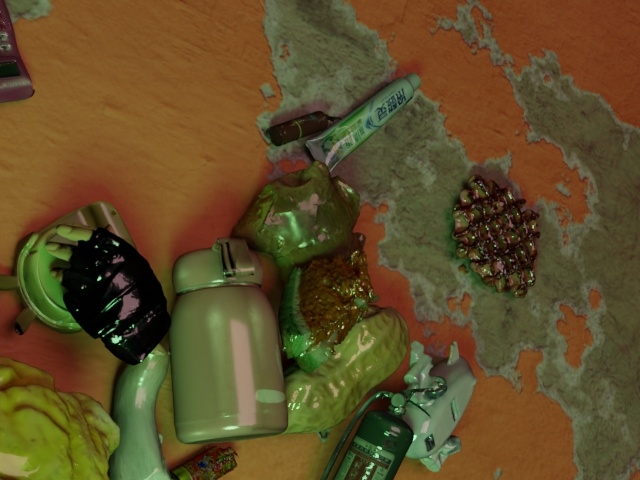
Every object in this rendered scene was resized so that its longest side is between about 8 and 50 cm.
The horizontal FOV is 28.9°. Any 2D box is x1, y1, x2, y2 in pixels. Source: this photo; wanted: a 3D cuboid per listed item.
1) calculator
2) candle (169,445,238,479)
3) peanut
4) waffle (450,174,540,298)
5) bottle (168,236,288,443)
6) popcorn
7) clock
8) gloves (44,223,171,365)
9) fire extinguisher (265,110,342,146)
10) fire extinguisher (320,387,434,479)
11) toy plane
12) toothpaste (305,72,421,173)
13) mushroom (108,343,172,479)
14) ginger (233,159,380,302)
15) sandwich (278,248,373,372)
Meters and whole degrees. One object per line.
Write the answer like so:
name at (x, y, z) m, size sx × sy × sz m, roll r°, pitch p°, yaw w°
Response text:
calculator at (-0.508, -0.290, 1.840) m, size 0.126 × 0.034 × 0.190 m, roll -13°, pitch 80°, yaw -37°
candle at (-0.179, 0.351, 1.899) m, size 0.131 × 0.052 × 0.052 m, roll -24°, pitch 93°, yaw -38°
peanut at (0.030, 0.209, 2.038) m, size 0.313 × 0.149 × 0.149 m, roll -40°, pitch 102°, yaw -31°
waffle at (0.336, -0.010, 2.378) m, size 0.234 × 0.055 × 0.221 m, roll 28°, pitch 61°, yaw -33°
bottle at (-0.139, 0.152, 1.885) m, size 0.173 × 0.206 × 0.297 m, roll -1°, pitch 77°, yaw -19°
popcorn at (-0.431, 0.311, 1.539) m, size 0.390 × 0.354 × 0.344 m, roll 34°, pitch 79°, yaw -26°
clock at (-0.372, 0.055, 1.822) m, size 0.232 × 0.069 × 0.170 m, roll -29°, pitch 96°, yaw -38°
gloves at (-0.305, 0.059, 1.763) m, size 0.203 × 0.124 × 0.164 m, roll 53°, pitch 37°, yaw -24°
fire extinguisher at (-0.029, -0.197, 2.158) m, size 0.132 × 0.056 × 0.039 m, roll -23°, pitch 119°, yaw -35°
fire extinguisher at (0.082, 0.352, 1.999) m, size 0.294 × 0.118 × 0.093 m, roll -64°, pitch 160°, yaw -4°
toy plane at (0.189, 0.278, 2.134) m, size 0.245 × 0.117 × 0.244 m, roll -19°, pitch 113°, yaw -55°
toothpaste at (0.084, -0.220, 2.254) m, size 0.297 × 0.048 × 0.075 m, roll -41°, pitch 109°, yaw -33°
mushroom at (-0.267, 0.276, 1.829) m, size 0.099 × 0.096 × 0.278 m, roll 13°, pitch 66°, yaw -35°
ginger at (0.000, 0.000, 2.080) m, size 0.270 × 0.123 × 0.219 m, roll 43°, pitch 76°, yaw -27°
sandwich at (0.013, 0.115, 1.958) m, size 0.185 × 0.160 × 0.109 m, roll -91°, pitch 159°, yaw -54°
